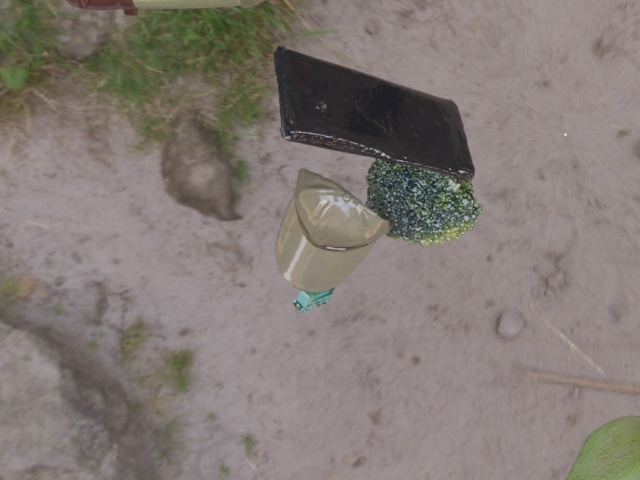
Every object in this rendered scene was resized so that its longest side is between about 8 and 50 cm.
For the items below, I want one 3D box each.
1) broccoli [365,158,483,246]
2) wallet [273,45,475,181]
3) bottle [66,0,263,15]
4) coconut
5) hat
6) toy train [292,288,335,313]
[{"bbox_3d":[0.173,-0.086,1.639,0.226,0.176,0.198,10,96,23],"label":"broccoli"},{"bbox_3d":[0.072,-0.156,1.257,0.030,0.285,0.146,-50,40,42],"label":"wallet"},{"bbox_3d":[-0.078,-0.132,0.474,0.101,0.063,0.047,-4,74,2],"label":"bottle"},{"bbox_3d":[0.403,0.332,1.198,0.204,0.236,0.236,-32,88,1],"label":"coconut"},{"bbox_3d":[0.000,0.000,1.497,0.166,0.144,0.173,30,93,5],"label":"hat"},{"bbox_3d":[-0.010,0.093,1.677,0.029,0.092,0.045,48,126,19],"label":"toy train"}]
